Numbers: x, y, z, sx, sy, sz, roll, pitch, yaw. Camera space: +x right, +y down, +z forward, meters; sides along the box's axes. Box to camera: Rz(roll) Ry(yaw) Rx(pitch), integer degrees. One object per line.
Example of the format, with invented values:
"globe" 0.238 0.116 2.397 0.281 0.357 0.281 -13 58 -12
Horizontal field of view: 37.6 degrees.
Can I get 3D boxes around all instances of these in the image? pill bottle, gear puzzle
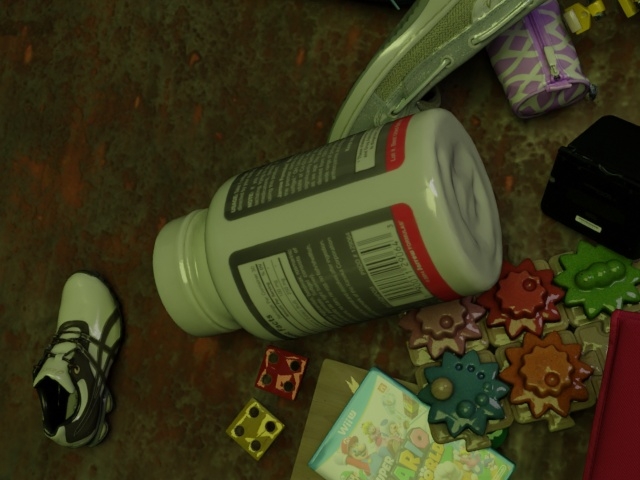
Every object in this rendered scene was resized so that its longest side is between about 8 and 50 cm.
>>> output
"pill bottle" 0.000 0.000 0.916 0.318 0.176 0.176 -16 77 26
"gear puzzle" 0.249 0.080 0.891 0.339 0.044 0.175 -15 62 3

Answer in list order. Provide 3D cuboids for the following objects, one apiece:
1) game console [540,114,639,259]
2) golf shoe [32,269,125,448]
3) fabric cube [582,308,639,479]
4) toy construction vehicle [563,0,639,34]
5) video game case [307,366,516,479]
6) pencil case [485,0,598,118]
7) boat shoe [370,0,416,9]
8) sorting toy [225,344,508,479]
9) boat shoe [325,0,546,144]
"game console" 0.297 -0.055 0.928 0.122 0.071 0.107 34 120 41
"golf shoe" -0.265 0.125 1.022 0.077 0.094 0.198 -7 77 14
"fabric cube" 0.371 0.208 0.710 0.258 0.259 0.254 8 82 46
"toy construction vehicle" 0.276 -0.252 0.911 0.098 0.035 0.086 -29 94 38
"video game case" 0.086 0.217 0.906 0.166 0.015 0.119 33 90 17
"pencil case" 0.206 -0.225 0.962 0.086 0.088 0.206 -21 75 8
"boat shoe" 0.036 -0.296 0.988 0.258 0.089 0.109 2 89 32
"sorting toy" 0.044 0.199 0.952 0.274 0.046 0.132 14 84 16
"boat shoe" 0.114 -0.175 0.925 0.103 0.118 0.320 39 118 -1
